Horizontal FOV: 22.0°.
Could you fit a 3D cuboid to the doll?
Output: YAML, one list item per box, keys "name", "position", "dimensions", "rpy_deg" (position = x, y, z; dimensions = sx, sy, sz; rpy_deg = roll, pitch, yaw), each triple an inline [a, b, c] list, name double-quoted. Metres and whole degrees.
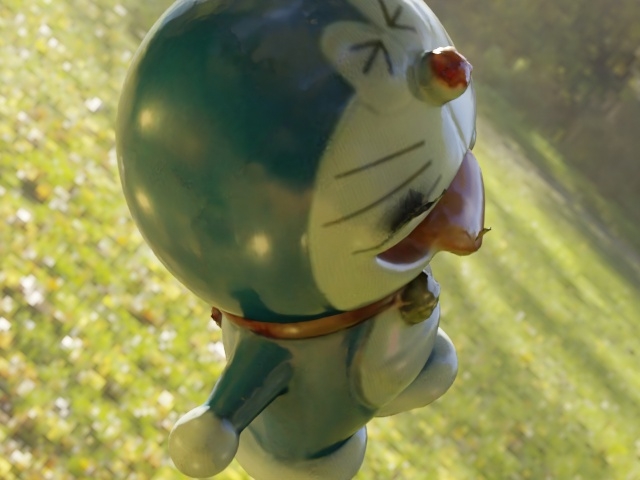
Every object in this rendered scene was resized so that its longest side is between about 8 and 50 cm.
- name: "doll"
  position: [0.000, 0.000, 0.739]
  dimensions: [0.161, 0.215, 0.257]
  rpy_deg: [16, -40, 30]
